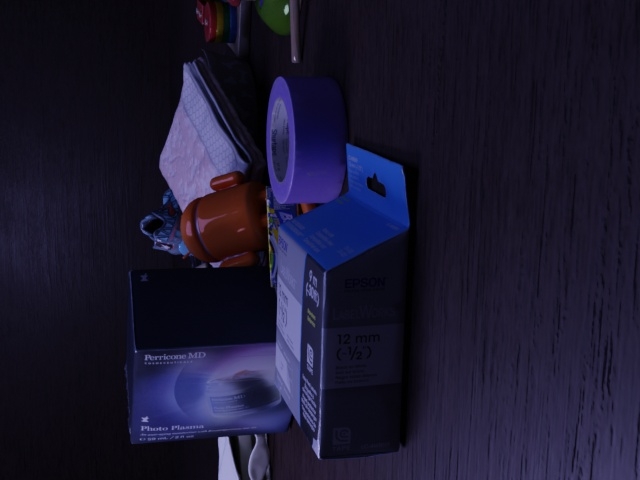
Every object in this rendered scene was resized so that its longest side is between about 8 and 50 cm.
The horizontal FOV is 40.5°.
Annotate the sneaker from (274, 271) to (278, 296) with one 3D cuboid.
[{"bbox_3d":[-0.010,0.138,1.325,0.081,0.080,0.211,37,-139,-71],"label":"sneaker"}]

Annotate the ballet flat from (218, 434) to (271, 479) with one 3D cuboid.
[{"bbox_3d":[-0.155,0.357,1.795,0.139,0.139,0.399,-158,63,-73],"label":"ballet flat"}]

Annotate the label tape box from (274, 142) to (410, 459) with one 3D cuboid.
[{"bbox_3d":[0.019,0.063,1.102,0.249,0.115,0.347,-139,47,-70],"label":"label tape box"}]

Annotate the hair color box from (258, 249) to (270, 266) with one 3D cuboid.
[{"bbox_3d":[-0.094,-0.005,1.635,0.072,0.043,0.141,110,154,-54],"label":"hair color box"}]

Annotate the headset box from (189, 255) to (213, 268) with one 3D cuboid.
[{"bbox_3d":[-0.241,0.029,2.047,0.293,0.110,0.218,-108,23,-45],"label":"headset box"}]

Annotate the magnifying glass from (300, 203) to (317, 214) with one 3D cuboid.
[{"bbox_3d":[0.000,0.000,1.330,0.231,0.026,0.092,-110,19,-46],"label":"magnifying glass"}]

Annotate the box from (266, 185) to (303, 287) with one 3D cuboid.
[{"bbox_3d":[-0.056,-0.006,1.442,0.059,0.054,0.168,11,-103,-81],"label":"box"}]

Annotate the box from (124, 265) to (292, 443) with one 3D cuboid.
[{"bbox_3d":[-0.191,0.204,1.536,0.294,0.297,0.182,103,159,-45],"label":"box"}]

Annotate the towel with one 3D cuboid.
[{"bbox_3d":[-0.228,-0.147,1.748,0.331,0.054,0.317,59,143,32],"label":"towel"}]

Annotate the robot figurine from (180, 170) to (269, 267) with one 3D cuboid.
[{"bbox_3d":[-0.157,-0.033,1.555,0.158,0.220,0.128,66,-156,-20],"label":"robot figurine"}]

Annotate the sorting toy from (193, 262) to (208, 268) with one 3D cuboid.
[{"bbox_3d":[-0.254,0.160,1.912,0.348,0.047,0.196,-26,99,48],"label":"sorting toy"}]

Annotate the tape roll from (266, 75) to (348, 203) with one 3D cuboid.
[{"bbox_3d":[-0.023,-0.148,1.291,0.189,0.080,0.188,178,90,-76],"label":"tape roll"}]

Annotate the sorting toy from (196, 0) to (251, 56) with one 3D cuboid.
[{"bbox_3d":[-0.220,-0.563,1.937,0.255,0.090,0.257,-123,34,-62],"label":"sorting toy"}]

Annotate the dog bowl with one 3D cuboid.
[{"bbox_3d":[-0.215,-0.249,1.938,0.349,0.102,0.348,177,90,-75],"label":"dog bowl"}]

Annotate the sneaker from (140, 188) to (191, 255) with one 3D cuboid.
[{"bbox_3d":[-0.355,-0.056,2.010,0.262,0.125,0.104,-121,35,-59],"label":"sneaker"}]

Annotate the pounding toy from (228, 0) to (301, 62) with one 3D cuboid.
[{"bbox_3d":[-0.097,-0.429,1.467,0.236,0.110,0.182,-109,23,-48],"label":"pounding toy"}]
